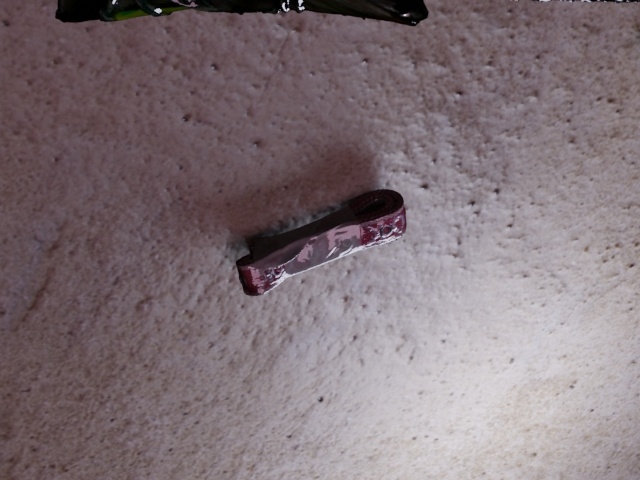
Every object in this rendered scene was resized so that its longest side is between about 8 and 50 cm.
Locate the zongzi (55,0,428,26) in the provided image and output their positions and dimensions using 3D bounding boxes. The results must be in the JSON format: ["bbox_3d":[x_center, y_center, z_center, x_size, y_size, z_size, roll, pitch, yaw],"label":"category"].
[{"bbox_3d":[-0.052,-0.357,1.499,0.383,0.362,0.319,15,129,4],"label":"zongzi"}]

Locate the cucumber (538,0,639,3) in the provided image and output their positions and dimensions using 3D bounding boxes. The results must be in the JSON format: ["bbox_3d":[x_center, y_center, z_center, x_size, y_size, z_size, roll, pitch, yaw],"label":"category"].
[{"bbox_3d":[0.269,-0.311,1.811,0.300,0.072,0.072,-3,129,-28],"label":"cucumber"}]

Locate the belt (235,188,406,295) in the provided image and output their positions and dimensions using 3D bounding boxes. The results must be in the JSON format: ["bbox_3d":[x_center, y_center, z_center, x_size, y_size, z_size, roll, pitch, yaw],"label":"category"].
[{"bbox_3d":[0.000,0.000,1.924,0.232,0.071,0.053,-23,130,-18],"label":"belt"}]
